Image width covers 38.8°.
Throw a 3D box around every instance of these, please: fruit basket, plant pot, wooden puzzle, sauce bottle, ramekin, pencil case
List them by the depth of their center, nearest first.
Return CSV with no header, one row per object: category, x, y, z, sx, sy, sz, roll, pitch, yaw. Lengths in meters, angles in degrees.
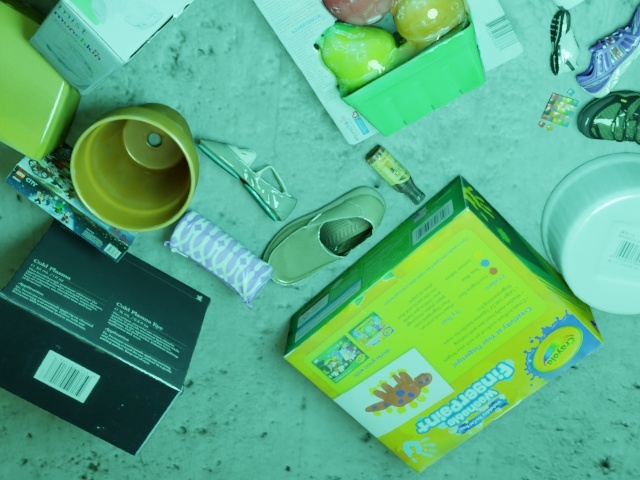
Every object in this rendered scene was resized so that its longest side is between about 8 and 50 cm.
fruit basket,0.097,-0.363,1.432,0.327,0.165,0.353,-29,111,17
plant pot,-0.492,-0.279,1.498,0.212,0.212,0.187,31,102,-11
plant pot,-0.298,-0.145,1.552,0.205,0.188,0.205,2,116,4
wooden puzzle,0.413,-0.224,1.568,0.049,0.006,0.083,17,116,-5
ramekin,0.538,-0.002,1.600,0.277,0.135,0.277,2,117,3
sauce bottle,0.137,-0.115,1.622,0.128,0.042,0.042,41,112,-18
pencil case,-0.184,0.031,1.661,0.206,0.088,0.086,34,159,7

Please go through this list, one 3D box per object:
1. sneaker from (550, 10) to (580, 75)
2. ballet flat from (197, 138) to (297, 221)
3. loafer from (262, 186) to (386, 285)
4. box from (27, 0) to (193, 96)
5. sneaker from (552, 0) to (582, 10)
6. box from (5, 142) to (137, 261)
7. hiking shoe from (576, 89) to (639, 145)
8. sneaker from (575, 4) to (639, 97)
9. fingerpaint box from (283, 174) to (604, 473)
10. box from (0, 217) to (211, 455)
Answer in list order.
sneaker,0.406,-0.328,1.504,0.044,0.040,0.109,-11,120,-9
ballet flat,-0.126,-0.123,1.630,0.213,0.072,0.068,44,84,-18
loafer,0.000,0.000,1.659,0.268,0.092,0.102,-36,109,19
box,-0.280,-0.362,1.357,0.127,0.231,0.262,46,68,-17
sneaker,0.466,-0.453,1.415,0.258,0.094,0.091,-27,130,21
box,-0.421,-0.080,1.609,0.233,0.159,0.044,38,115,-15
hiking shoe,0.547,-0.196,1.513,0.227,0.114,0.086,-2,116,5
sneaker,0.481,-0.314,1.487,0.071,0.068,0.170,30,115,-5
fingerpaint box,0.221,0.164,1.689,0.371,0.163,0.445,42,112,-15
box,-0.407,0.162,1.645,0.343,0.312,0.179,31,115,-11
